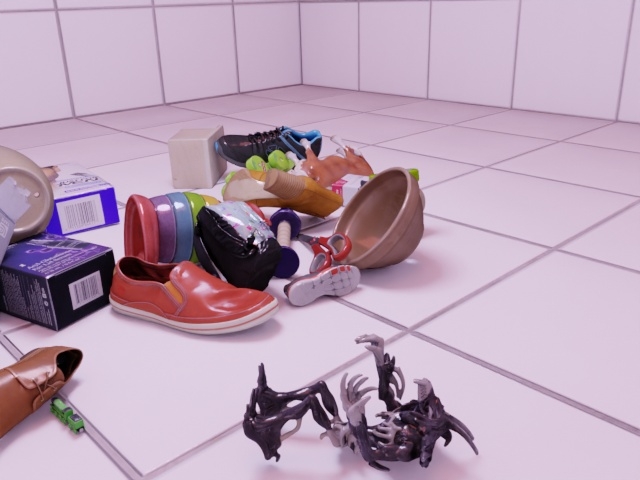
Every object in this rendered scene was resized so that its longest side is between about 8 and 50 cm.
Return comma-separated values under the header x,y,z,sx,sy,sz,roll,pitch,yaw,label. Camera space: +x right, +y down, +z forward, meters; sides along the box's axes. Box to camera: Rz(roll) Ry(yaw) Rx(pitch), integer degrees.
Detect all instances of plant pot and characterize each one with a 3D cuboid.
x,y,z,sx,sy,sz,roll,pitch,yaw,label
0.137,-0.027,1.304,0.110,0.237,0.237,34,9,-23,plant pot
-0.659,-0.081,1.291,0.256,0.256,0.274,-17,13,-35,plant pot

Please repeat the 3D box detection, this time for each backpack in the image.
x,y,z,sx,sy,sz,roll,pitch,yaw,label
-0.160,0.007,1.197,0.115,0.152,0.182,-12,49,-48,backpack

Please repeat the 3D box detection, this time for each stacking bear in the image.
x,y,z,sx,sy,sz,roll,pitch,yaw,label
-0.250,-0.021,1.323,0.289,0.164,0.175,-4,-3,-30,stacking bear

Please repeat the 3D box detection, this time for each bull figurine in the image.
x,y,z,sx,sy,sz,roll,pitch,yaw,label
0.010,-0.206,1.813,0.310,0.101,0.188,-7,58,-34,bull figurine

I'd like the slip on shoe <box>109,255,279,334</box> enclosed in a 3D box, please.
x,y,z,sx,sy,sz,roll,pitch,yaw,label
-0.231,0.091,1.111,0.331,0.101,0.123,8,22,20,slip on shoe

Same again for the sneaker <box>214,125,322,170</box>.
x,y,z,sx,sy,sz,roll,pitch,yaw,label
-0.158,-0.305,1.958,0.341,0.139,0.125,0,50,-25,sneaker

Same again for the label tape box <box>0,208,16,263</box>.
x,y,z,sx,sy,sz,roll,pitch,yaw,label
-0.700,0.093,1.048,0.249,0.115,0.347,0,62,13,label tape box

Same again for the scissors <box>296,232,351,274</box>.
x,y,z,sx,sy,sz,roll,pitch,yaw,label
0.000,0.000,1.369,0.109,0.021,0.297,-45,20,6,scissors

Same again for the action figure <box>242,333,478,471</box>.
x,y,z,sx,sy,sz,roll,pitch,yaw,label
0.050,0.199,0.765,0.276,0.140,0.164,0,10,8,action figure

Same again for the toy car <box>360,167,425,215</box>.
x,y,z,sx,sy,sz,roll,pitch,yaw,label
0.144,-0.091,1.500,0.149,0.155,0.188,-12,14,-25,toy car

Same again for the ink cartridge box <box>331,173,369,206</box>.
x,y,z,sx,sy,sz,roll,pitch,yaw,label
0.121,-0.131,1.704,0.151,0.063,0.109,10,24,25,ink cartridge box

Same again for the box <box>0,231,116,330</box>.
x,y,z,sx,sy,sz,roll,pitch,yaw,label
-0.507,0.070,1.174,0.207,0.108,0.153,10,25,27,box

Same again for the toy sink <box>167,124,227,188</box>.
x,y,z,sx,sy,sz,roll,pitch,yaw,label
-0.384,-0.267,1.970,0.131,0.152,0.234,0,22,4,toy sink

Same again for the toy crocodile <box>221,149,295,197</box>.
x,y,z,sx,sy,sz,roll,pitch,yaw,label
-0.167,-0.181,1.807,0.115,0.105,0.340,-31,0,29,toy crocodile

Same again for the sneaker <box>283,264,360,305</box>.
x,y,z,sx,sy,sz,roll,pitch,yaw,label
0.000,0.076,1.194,0.158,0.061,0.065,-12,17,-26,sneaker

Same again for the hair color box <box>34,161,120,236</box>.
x,y,z,sx,sy,sz,roll,pitch,yaw,label
-0.683,-0.116,1.666,0.185,0.110,0.339,-17,25,-33,hair color box

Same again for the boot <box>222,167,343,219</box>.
x,y,z,sx,sy,sz,roll,pitch,yaw,label
-0.097,-0.104,1.581,0.211,0.104,0.295,22,-15,-34,boot

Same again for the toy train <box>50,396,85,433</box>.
x,y,z,sx,sy,sz,roll,pitch,yaw,label
-0.345,0.236,0.852,0.083,0.023,0.017,18,29,40,toy train

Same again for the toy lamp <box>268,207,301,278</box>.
x,y,z,sx,sy,sz,roll,pitch,yaw,label
-0.079,-0.006,1.383,0.080,0.080,0.274,-3,23,-2,toy lamp

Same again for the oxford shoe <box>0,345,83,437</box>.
x,y,z,sx,sy,sz,roll,pitch,yaw,label
-0.399,0.200,0.858,0.076,0.076,0.212,-13,18,14,oxford shoe
